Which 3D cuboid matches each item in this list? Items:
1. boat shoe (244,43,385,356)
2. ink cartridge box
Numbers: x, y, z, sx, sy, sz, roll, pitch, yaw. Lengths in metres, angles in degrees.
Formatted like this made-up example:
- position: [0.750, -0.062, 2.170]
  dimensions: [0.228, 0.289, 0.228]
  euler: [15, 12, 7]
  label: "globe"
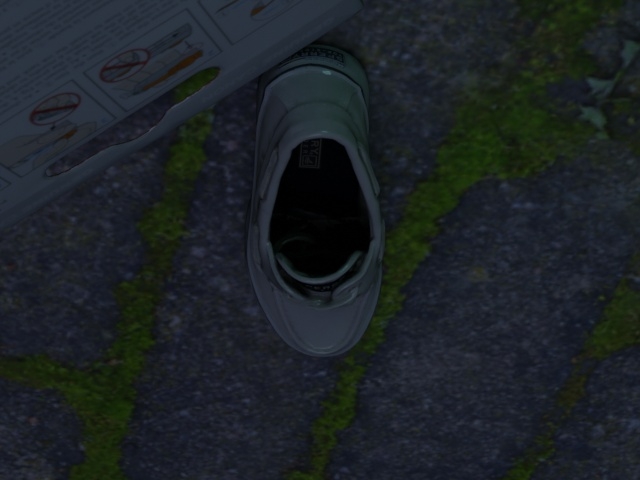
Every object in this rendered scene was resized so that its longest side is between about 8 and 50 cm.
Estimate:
- position: [0.000, 0.000, 1.056]
  dimensions: [0.096, 0.088, 0.267]
  euler: [1, 137, -4]
  label: "boat shoe"
- position: [-0.157, -0.133, 0.811]
  dimensions: [0.308, 0.091, 0.385]
  euler: [-31, 164, 4]
  label: "ink cartridge box"
